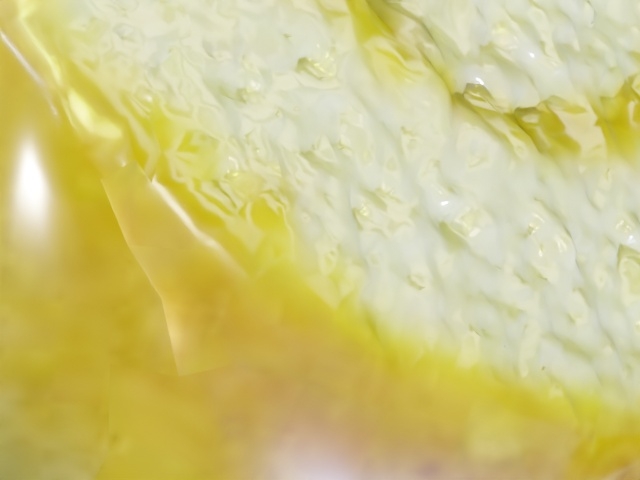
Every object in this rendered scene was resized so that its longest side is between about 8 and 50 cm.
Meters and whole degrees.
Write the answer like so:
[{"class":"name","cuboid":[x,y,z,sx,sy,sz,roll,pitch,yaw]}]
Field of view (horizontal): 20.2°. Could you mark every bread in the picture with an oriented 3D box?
[{"class":"bread","cuboid":[0.006,0.006,0.514,0.395,0.239,0.264,18,65,-38]}]
